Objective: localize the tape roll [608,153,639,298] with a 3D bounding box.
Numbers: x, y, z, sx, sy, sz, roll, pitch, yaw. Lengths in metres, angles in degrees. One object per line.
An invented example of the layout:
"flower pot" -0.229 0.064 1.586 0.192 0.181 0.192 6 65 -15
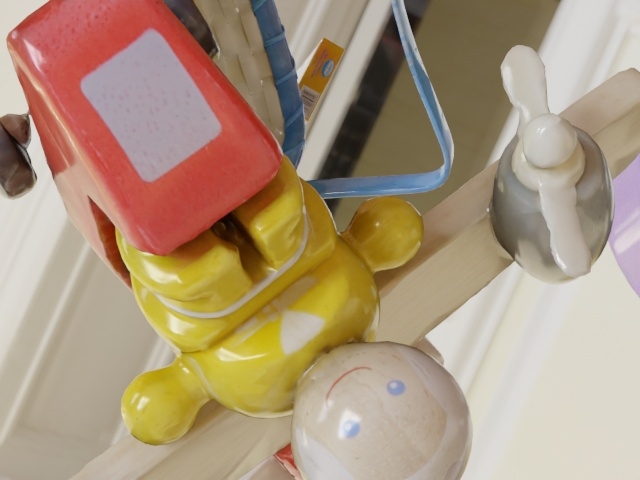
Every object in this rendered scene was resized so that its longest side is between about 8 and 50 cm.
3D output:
"tape roll" 0.376 -0.037 1.228 0.275 0.274 0.090 24 158 -3

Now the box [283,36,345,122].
"box" -0.019 -0.140 1.440 0.028 0.081 0.136 28 167 -5

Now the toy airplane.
"toy airplane" -0.013 0.068 0.782 0.384 0.386 0.272 5 -157 -36

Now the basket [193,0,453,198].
"basket" -0.054 -0.131 1.211 0.289 0.254 0.201 -11 -148 18
